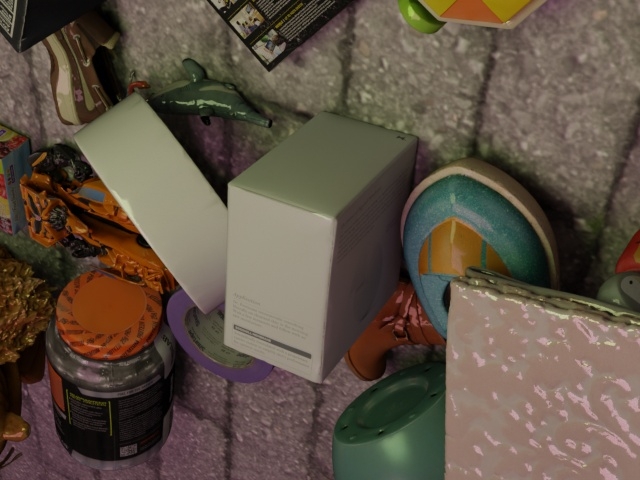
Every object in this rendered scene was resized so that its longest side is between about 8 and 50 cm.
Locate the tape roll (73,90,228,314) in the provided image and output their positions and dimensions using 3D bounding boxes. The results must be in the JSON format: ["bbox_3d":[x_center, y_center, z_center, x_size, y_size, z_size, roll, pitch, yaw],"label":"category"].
[{"bbox_3d":[-0.190,-0.046,1.238,0.286,0.100,0.286,52,174,8],"label":"tape roll"}]

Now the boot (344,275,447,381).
[{"bbox_3d":[0.107,0.128,1.329,0.152,0.073,0.197,6,132,26],"label":"boot"}]

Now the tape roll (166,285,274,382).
[{"bbox_3d":[-0.135,0.122,1.485,0.189,0.080,0.189,19,135,20],"label":"tape roll"}]

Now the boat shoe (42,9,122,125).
[{"bbox_3d":[-0.304,-0.269,1.257,0.095,0.095,0.257,1,130,5],"label":"boat shoe"}]

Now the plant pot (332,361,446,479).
[{"bbox_3d":[0.152,0.308,1.310,0.293,0.293,0.235,-18,108,43],"label":"plant pot"}]

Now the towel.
[{"bbox_3d":[0.282,0.204,1.019,0.332,0.053,0.317,16,121,34],"label":"towel"}]

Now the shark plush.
[{"bbox_3d":[-0.135,-0.162,1.235,0.161,0.067,0.073,28,138,11],"label":"shark plush"}]

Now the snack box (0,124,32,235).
[{"bbox_3d":[-0.564,-0.125,1.569,0.207,0.070,0.174,26,138,16],"label":"snack box"}]

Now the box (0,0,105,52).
[{"bbox_3d":[-0.321,-0.401,0.986,0.296,0.183,0.294,51,156,-3],"label":"box"}]

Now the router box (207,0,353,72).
[{"bbox_3d":[-0.041,-0.285,1.074,0.133,0.046,0.179,48,137,-11],"label":"router box"}]

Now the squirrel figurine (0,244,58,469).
[{"bbox_3d":[-0.597,0.203,1.652,0.281,0.370,0.397,8,115,-19],"label":"squirrel figurine"}]

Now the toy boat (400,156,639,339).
[{"bbox_3d":[0.231,0.035,1.096,0.318,0.148,0.267,2,128,34],"label":"toy boat"}]

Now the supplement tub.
[{"bbox_3d":[-0.346,0.215,1.620,0.207,0.207,0.338,26,138,13],"label":"supplement tub"}]

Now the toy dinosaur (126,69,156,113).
[{"bbox_3d":[-0.242,-0.179,1.298,0.047,0.090,0.082,14,169,7],"label":"toy dinosaur"}]

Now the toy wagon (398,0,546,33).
[{"bbox_3d":[0.099,-0.354,0.897,0.344,0.068,0.267,44,138,-7],"label":"toy wagon"}]

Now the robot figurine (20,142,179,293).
[{"bbox_3d":[-0.341,-0.031,1.484,0.291,0.085,0.211,18,131,21],"label":"robot figurine"}]

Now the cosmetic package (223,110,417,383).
[{"bbox_3d":[0.000,0.000,1.144,0.138,0.224,0.224,20,125,20],"label":"cosmetic package"}]
